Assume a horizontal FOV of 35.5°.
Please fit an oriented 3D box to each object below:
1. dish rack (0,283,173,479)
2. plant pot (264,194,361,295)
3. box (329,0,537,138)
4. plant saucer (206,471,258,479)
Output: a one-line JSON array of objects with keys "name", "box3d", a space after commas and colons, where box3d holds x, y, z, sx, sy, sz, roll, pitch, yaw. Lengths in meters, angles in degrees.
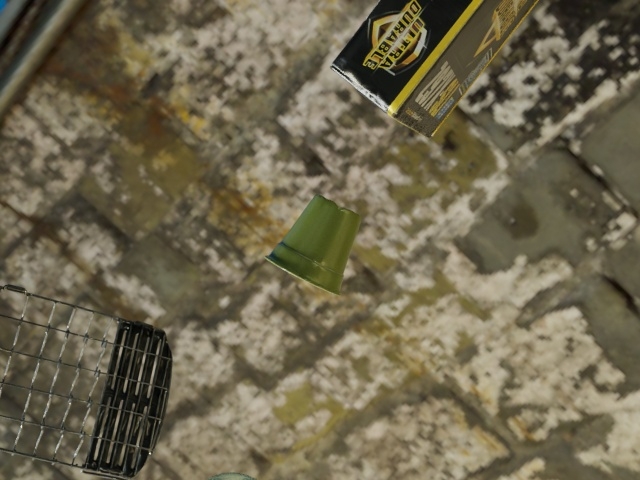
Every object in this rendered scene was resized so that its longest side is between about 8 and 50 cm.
[{"name": "dish rack", "box3d": [-0.308, 0.160, 1.127, 0.074, 0.272, 0.208, 132, 151, -58]}, {"name": "plant pot", "box3d": [0.000, 0.000, 0.967, 0.079, 0.083, 0.083, -64, 8, 1]}, {"name": "box", "box3d": [0.141, -0.227, 0.957, 0.257, 0.079, 0.322, -50, -7, 9]}, {"name": "plant saucer", "box3d": [-0.113, 0.404, 1.309, 0.037, 0.195, 0.195, -31, 17, 37]}]
